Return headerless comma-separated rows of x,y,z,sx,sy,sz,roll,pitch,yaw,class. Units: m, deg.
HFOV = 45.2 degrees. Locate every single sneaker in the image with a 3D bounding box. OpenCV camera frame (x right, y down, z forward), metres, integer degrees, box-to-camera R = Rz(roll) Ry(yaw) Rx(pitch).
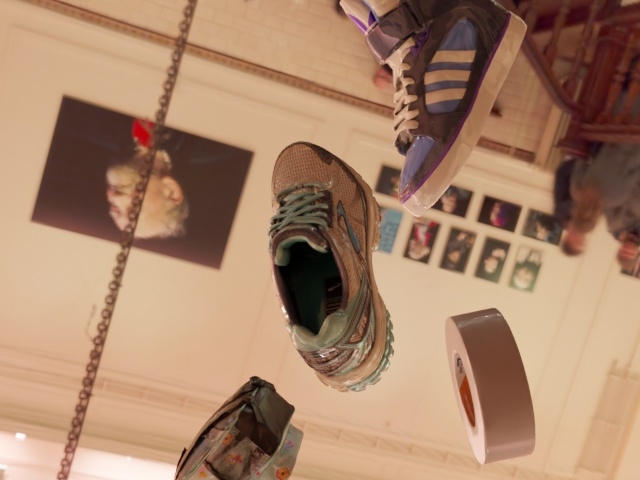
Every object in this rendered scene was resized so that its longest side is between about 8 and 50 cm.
0.109,-0.218,1.016,0.236,0.322,0.130,29,169,-4,sneaker
0.000,0.000,0.755,0.110,0.283,0.122,-24,146,15,sneaker

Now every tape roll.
0.244,0.212,1.126,0.072,0.219,0.219,-11,-173,-1,tape roll

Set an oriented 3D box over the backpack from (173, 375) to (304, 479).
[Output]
-0.120,0.315,1.115,0.144,0.188,0.166,47,-168,-7,backpack
